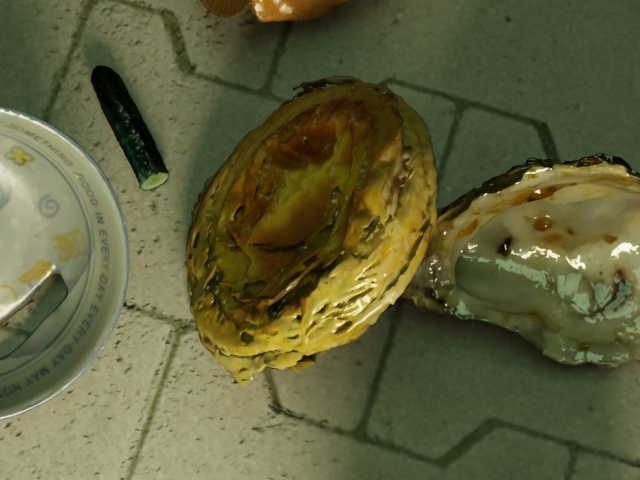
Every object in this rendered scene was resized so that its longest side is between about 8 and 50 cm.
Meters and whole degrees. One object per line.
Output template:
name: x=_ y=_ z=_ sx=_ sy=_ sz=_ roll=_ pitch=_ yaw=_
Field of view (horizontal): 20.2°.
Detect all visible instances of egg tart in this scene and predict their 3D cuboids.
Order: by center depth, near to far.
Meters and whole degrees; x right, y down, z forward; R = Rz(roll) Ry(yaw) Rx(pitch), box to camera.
egg tart: x=0.000 y=0.000 z=1.534 sx=0.297 sy=0.132 sz=0.297 roll=-25 pitch=52 yaw=36

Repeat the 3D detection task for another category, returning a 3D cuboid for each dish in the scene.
dish: x=-0.310 y=0.012 z=1.553 sx=0.273 sy=0.134 sz=0.273 roll=-3 pitch=100 yaw=-17

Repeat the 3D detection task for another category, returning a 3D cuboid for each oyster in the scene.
oyster: x=0.224 y=-0.003 z=1.547 sx=0.396 sy=0.204 sz=0.111 roll=6 pitch=33 yaw=-1

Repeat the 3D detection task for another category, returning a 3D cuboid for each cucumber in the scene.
cucumber: x=-0.178 y=-0.108 z=1.647 sx=0.032 sy=0.032 sz=0.133 roll=-24 pitch=71 yaw=-9

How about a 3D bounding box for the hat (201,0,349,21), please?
hat: x=0.021 y=-0.303 z=1.678 sx=0.233 sy=0.244 sz=0.233 roll=10 pitch=99 yaw=-27
